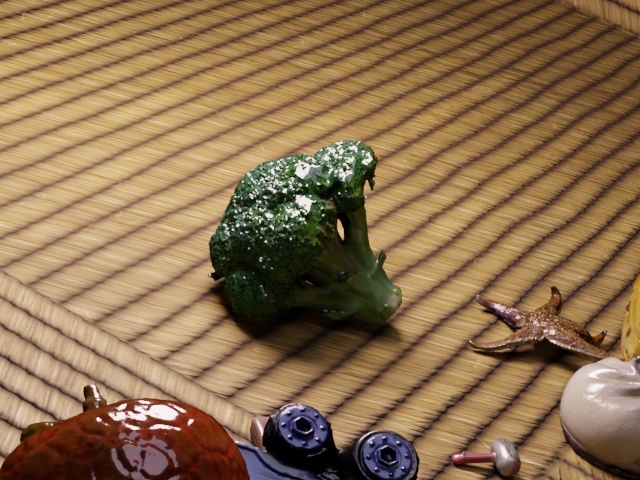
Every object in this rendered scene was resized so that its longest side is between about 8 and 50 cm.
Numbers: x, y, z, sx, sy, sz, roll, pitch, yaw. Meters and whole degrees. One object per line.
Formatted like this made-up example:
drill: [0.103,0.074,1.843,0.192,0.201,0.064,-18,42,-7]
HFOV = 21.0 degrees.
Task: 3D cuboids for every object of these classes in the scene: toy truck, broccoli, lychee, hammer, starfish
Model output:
toy truck: [-0.006,0.288,1.785,0.213,0.161,0.177,18,46,-1]
broccoli: [0.000,0.000,2.261,0.269,0.269,0.254,16,31,-4]
lychee: [-0.185,0.252,1.609,0.255,0.255,0.300,-5,59,-38]
hammer: [0.198,0.262,2.080,0.083,0.031,0.052,-1,27,-13]
starfish: [0.308,0.123,2.382,0.238,0.057,0.213,-7,28,-42]

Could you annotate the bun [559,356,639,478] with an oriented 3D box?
bun: [0.395,0.210,2.198,0.172,0.120,0.173,16,24,-8]

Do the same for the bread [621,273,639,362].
bread: [0.526,0.145,2.437,0.210,0.099,0.235,16,32,1]

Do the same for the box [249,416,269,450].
box: [-0.046,0.241,1.962,0.048,0.025,0.115,6,29,-20]
